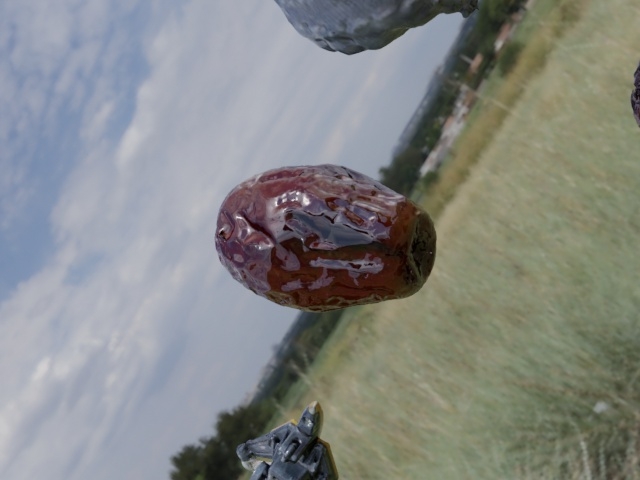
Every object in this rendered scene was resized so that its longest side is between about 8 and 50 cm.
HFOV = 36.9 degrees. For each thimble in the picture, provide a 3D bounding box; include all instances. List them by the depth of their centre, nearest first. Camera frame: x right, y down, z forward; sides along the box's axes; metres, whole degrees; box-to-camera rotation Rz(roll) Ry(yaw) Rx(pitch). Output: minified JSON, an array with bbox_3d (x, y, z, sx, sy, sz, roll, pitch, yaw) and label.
[{"bbox_3d":[0.043,-0.277,0.865,0.205,0.172,0.236,-34,25,-11],"label":"thimble"}]

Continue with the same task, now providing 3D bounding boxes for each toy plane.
[{"bbox_3d":[-0.030,0.295,1.278,0.103,0.204,0.316,-51,-15,-23],"label":"toy plane"}]

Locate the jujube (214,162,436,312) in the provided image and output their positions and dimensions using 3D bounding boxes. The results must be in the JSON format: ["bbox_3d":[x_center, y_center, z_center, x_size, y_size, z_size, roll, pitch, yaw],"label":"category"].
[{"bbox_3d":[0.000,0.000,1.195,0.197,0.290,0.197,-15,-72,-55],"label":"jujube"}]

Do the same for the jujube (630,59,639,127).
[{"bbox_3d":[0.416,-0.165,0.915,0.236,0.168,0.168,-12,35,44],"label":"jujube"}]
